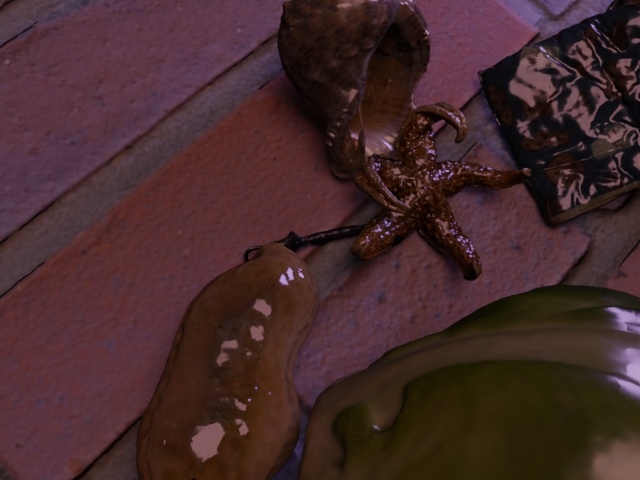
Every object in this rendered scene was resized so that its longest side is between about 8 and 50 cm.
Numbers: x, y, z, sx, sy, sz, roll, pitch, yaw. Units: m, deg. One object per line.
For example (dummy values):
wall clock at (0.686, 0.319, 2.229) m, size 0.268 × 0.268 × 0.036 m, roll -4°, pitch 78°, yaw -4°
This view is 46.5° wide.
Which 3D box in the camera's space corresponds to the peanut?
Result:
peanut at (-0.064, 0.107, 0.595) m, size 0.120 × 0.110 × 0.236 m, roll 13°, pitch 59°, yaw 16°

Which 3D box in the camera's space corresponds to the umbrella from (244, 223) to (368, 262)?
umbrella at (-0.001, -0.004, 0.694) m, size 0.149 × 0.022 × 0.022 m, roll -17°, pitch 116°, yaw -17°

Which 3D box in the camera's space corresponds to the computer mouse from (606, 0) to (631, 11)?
computer mouse at (0.358, -0.197, 0.821) m, size 0.106 × 0.062 × 0.192 m, roll 17°, pitch 61°, yaw -4°

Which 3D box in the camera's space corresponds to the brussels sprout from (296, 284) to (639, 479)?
brussels sprout at (0.169, 0.182, 0.526) m, size 0.372 × 0.314 × 0.275 m, roll 12°, pitch 44°, yaw -2°

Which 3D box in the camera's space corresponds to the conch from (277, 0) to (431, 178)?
conch at (0.039, -0.164, 0.704) m, size 0.155 × 0.130 × 0.207 m, roll -8°, pitch 96°, yaw -11°

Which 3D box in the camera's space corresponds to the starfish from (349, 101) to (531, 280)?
starfish at (0.101, -0.032, 0.693) m, size 0.146 × 0.074 × 0.190 m, roll 46°, pitch 68°, yaw -7°

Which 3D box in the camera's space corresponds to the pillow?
pillow at (0.310, -0.144, 0.747) m, size 0.256 × 0.034 × 0.188 m, roll -24°, pitch 80°, yaw 11°
